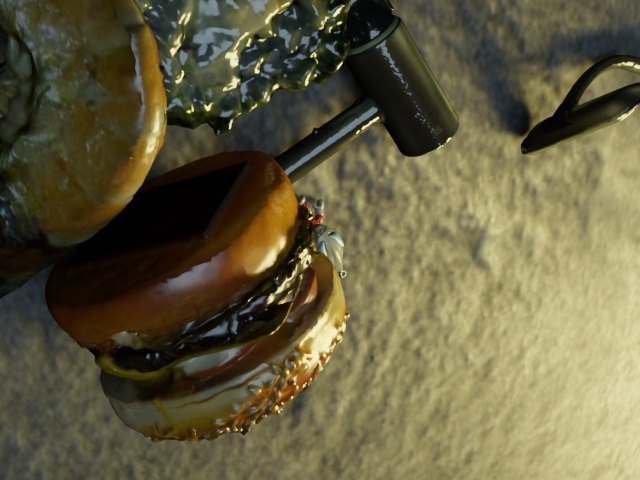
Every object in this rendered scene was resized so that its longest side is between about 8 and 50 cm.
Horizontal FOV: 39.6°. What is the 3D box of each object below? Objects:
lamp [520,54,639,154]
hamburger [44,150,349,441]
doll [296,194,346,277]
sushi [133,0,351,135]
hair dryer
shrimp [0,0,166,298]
[{"bbox_3d":[0.405,-0.170,1.061,0.283,0.203,0.125,-2,92,-19],"label":"lamp"},{"bbox_3d":[-0.110,0.059,0.884,0.290,0.291,0.225,-30,114,-10],"label":"hamburger"},{"bbox_3d":[0.001,0.000,1.039,0.114,0.039,0.057,52,43,-22],"label":"doll"},{"bbox_3d":[-0.109,-0.284,0.797,0.293,0.178,0.352,-11,116,-21],"label":"sushi"},{"bbox_3d":[0.007,-0.137,0.974,0.248,0.078,0.196,-37,119,0],"label":"hair dryer"},{"bbox_3d":[-0.305,-0.080,0.763,0.445,0.085,0.272,-41,87,32],"label":"shrimp"}]
